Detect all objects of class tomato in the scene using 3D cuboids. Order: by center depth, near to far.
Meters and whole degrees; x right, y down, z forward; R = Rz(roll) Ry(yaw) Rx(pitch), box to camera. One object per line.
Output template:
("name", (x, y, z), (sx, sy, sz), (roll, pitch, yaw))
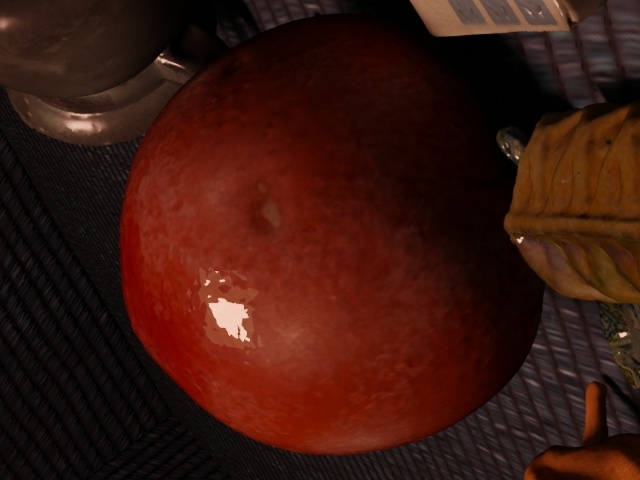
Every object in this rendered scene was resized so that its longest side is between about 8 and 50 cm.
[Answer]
("tomato", (0.000, 0.000, 1.063), (0.265, 0.265, 0.265), (49, 166, 16))

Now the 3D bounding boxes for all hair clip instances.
("hair clip", (0.160, 0.014, 1.016), (0.229, 0.036, 0.066), (56, 171, -34))

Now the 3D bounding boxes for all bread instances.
("bread", (0.171, -0.013, 0.802), (0.087, 0.098, 0.269), (13, 179, -18))

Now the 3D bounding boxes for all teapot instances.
("teapot", (-0.145, -0.192, 1.314), (0.285, 0.305, 0.223), (66, -161, -66))

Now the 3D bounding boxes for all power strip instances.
("power strip", (0.079, -0.145, 0.893), (0.081, 0.035, 0.192), (54, 167, -16))

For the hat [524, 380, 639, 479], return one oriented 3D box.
("hat", (0.209, 0.184, 1.120), (0.233, 0.244, 0.233), (116, 152, -44))
